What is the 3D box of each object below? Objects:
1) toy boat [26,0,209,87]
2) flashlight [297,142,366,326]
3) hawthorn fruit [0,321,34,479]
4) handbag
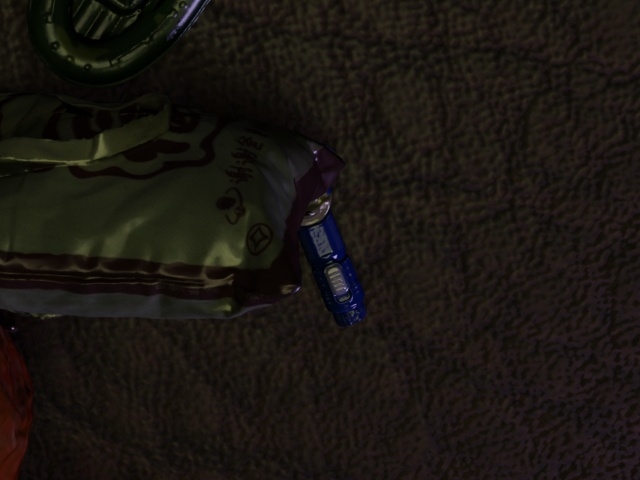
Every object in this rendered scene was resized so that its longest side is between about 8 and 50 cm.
[{"bbox_3d":[-0.102,-0.187,1.013,0.104,0.052,0.210,34,99,-13],"label":"toy boat"},{"bbox_3d":[0.000,0.000,1.074,0.057,0.035,0.121,-21,104,2],"label":"flashlight"},{"bbox_3d":[-0.256,0.090,0.992,0.207,0.243,0.208,10,115,21],"label":"hawthorn fruit"},{"bbox_3d":[-0.110,-0.025,0.961,0.235,0.213,0.127,8,117,3],"label":"handbag"}]
